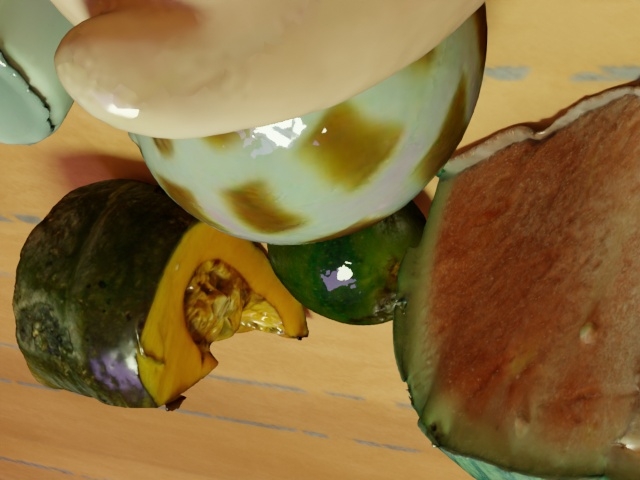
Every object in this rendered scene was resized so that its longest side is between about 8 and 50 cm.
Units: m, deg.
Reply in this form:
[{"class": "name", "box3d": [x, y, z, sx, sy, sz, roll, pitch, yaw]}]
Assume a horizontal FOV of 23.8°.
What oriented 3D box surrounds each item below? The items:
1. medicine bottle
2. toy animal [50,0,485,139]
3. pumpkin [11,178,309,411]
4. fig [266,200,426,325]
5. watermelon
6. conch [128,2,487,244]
[{"class": "medicine bottle", "box3d": [-0.176, -0.155, 0.870, 0.135, 0.168, 0.135, 20, 157, 9]}, {"class": "toy animal", "box3d": [0.059, -0.202, 0.404, 0.247, 0.345, 0.277, 6, 119, 56]}, {"class": "pumpkin", "box3d": [-0.133, 0.075, 1.292, 0.139, 0.190, 0.280, 7, 152, 31]}, {"class": "fig", "box3d": [0.000, 0.000, 1.136, 0.177, 0.117, 0.117, 16, 158, 42]}, {"class": "watermelon", "box3d": [0.155, 0.081, 0.886, 0.319, 0.222, 0.292, 57, 146, 2]}, {"class": "conch", "box3d": [-0.025, -0.121, 0.783, 0.249, 0.197, 0.368, 52, 168, 24]}]
